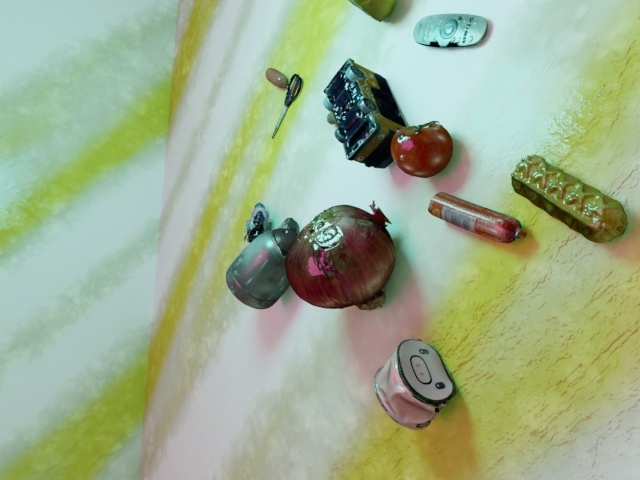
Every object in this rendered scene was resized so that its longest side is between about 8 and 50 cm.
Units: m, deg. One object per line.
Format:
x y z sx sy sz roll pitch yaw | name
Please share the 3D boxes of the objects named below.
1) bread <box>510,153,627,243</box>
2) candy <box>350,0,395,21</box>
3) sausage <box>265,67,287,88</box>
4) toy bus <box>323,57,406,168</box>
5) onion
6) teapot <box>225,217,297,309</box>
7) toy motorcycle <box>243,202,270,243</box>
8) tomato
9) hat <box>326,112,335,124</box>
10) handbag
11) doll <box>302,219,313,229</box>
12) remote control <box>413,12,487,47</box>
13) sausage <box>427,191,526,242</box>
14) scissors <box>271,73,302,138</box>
0.530 -0.090 1.027 0.269 0.087 0.098 51 122 45 | bread
0.127 -0.819 1.553 0.118 0.260 0.260 -54 45 25 | candy
-0.197 -0.721 2.115 0.154 0.062 0.062 48 121 46 | sausage
0.144 -0.393 1.502 0.162 0.194 0.323 -44 48 38 | toy bus
0.066 0.042 1.434 0.354 0.354 0.353 -13 73 51 | onion
-0.185 0.061 1.859 0.312 0.233 0.315 -48 20 28 | teapot
-0.264 -0.068 2.048 0.239 0.108 0.204 127 153 -44 | toy motorcycle
0.287 -0.252 1.331 0.167 0.167 0.167 -13 73 51 | tomato
0.055 -0.462 1.765 0.058 0.042 0.087 -36 22 44 | hat
0.244 0.372 1.245 0.116 0.179 0.205 -62 35 36 | handbag
0.000 0.000 1.724 0.096 0.070 0.195 -39 43 3 | doll
0.368 -0.600 1.371 0.256 0.045 0.097 33 110 47 | remote control
0.396 -0.056 1.208 0.274 0.074 0.074 31 108 51 | sausage
-0.155 -0.574 2.067 0.300 0.022 0.109 -60 38 26 | scissors
